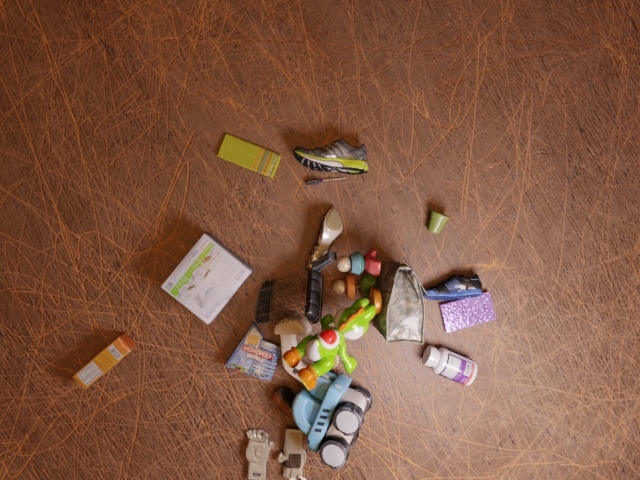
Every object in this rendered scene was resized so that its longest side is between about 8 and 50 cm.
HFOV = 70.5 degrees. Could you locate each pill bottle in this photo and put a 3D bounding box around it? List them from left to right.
[{"bbox_3d":[0.506,0.488,1.790,0.193,0.108,0.108,23,90,-2],"label":"pill bottle"}]

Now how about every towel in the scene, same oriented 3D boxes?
[{"bbox_3d":[-0.280,-0.333,1.793,0.237,0.021,0.102,21,84,-1],"label":"towel"}]

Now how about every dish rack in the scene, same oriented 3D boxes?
[{"bbox_3d":[-0.123,0.225,1.717,0.271,0.074,0.208,-16,48,25],"label":"dish rack"}]

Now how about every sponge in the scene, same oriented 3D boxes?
[{"bbox_3d":[0.592,0.288,1.828,0.209,0.031,0.117,-15,90,-1],"label":"sponge"}]

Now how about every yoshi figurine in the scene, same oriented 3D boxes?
[{"bbox_3d":[0.053,0.355,1.616,0.362,0.203,0.204,-40,108,-9],"label":"yoshi figurine"}]

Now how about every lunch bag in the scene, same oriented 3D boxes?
[{"bbox_3d":[0.301,0.220,1.713,0.168,0.235,0.287,1,92,-4],"label":"lunch bag"}]

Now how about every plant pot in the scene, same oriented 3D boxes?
[{"bbox_3d":[0.461,-0.070,1.801,0.083,0.083,0.079,20,103,-2],"label":"plant pot"}]

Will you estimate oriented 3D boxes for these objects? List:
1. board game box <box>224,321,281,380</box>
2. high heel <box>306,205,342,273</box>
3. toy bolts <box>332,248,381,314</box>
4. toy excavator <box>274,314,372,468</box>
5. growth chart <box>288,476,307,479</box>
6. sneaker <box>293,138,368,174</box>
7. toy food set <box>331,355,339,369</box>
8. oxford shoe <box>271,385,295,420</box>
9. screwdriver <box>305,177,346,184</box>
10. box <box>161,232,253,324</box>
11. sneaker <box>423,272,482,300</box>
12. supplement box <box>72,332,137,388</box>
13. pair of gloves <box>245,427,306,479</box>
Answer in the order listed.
[{"bbox_3d":[-0.250,0.433,1.783,0.194,0.060,0.194,20,91,-2],"label":"board game box"},{"bbox_3d":[0.000,0.000,1.790,0.093,0.186,0.261,22,55,-26],"label":"high heel"},{"bbox_3d":[0.133,0.155,1.691,0.158,0.218,0.229,-2,121,-6],"label":"toy bolts"},{"bbox_3d":[-0.024,0.559,1.726,0.444,0.222,0.433,23,100,14],"label":"toy excavator"},{"bbox_3d":[-0.112,1.068,1.818,0.172,0.021,0.237,43,88,-1],"label":"growth chart"},{"bbox_3d":[0.043,-0.336,1.773,0.299,0.111,0.122,8,80,-8],"label":"sneaker"},{"bbox_3d":[0.034,0.478,1.814,0.083,0.020,0.083,-2,91,-3],"label":"toy food set"},{"bbox_3d":[-0.113,0.672,1.798,0.076,0.076,0.212,-35,96,29],"label":"oxford shoe"},{"bbox_3d":[0.024,-0.243,1.804,0.169,0.024,0.025,-12,120,-4],"label":"screwdriver"},{"bbox_3d":[-0.427,0.143,1.739,0.231,0.127,0.262,38,89,-3],"label":"box"},{"bbox_3d":[0.523,0.184,1.808,0.232,0.081,0.091,-5,67,4],"label":"sneaker"},{"bbox_3d":[-0.833,0.464,1.753,0.233,0.078,0.080,-38,95,-1],"label":"supplement box"},{"bbox_3d":[-0.177,0.845,1.802,0.239,0.042,0.204,-4,94,0],"label":"pair of gloves"}]
